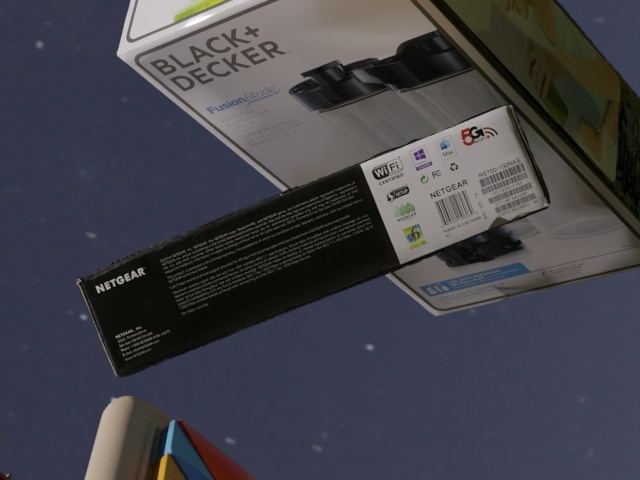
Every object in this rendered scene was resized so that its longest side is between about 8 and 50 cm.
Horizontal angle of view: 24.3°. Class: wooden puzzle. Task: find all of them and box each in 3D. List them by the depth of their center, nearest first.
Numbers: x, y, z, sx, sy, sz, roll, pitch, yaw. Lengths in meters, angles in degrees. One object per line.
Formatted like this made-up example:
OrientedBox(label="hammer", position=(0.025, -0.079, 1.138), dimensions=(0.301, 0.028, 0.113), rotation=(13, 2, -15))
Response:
OrientedBox(label="wooden puzzle", position=(-0.071, 0.229, 1.147), dimensions=(0.238, 0.221, 0.044), rotation=(34, -70, -14))

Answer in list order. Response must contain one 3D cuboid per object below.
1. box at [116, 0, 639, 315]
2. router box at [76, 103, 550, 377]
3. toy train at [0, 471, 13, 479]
OrientedBox(label="box", position=(0.051, -0.076, 0.800), dimensions=(0.290, 0.169, 0.087), rotation=(40, -132, -40))
OrientedBox(label="router box", position=(0.000, 0.000, 0.619), dimensions=(0.133, 0.179, 0.046), rotation=(-8, -104, -87))
OrientedBox(label="toy train", position=(-0.150, 0.099, 0.611), dimensions=(0.158, 0.027, 0.036), rotation=(29, -58, -27))
